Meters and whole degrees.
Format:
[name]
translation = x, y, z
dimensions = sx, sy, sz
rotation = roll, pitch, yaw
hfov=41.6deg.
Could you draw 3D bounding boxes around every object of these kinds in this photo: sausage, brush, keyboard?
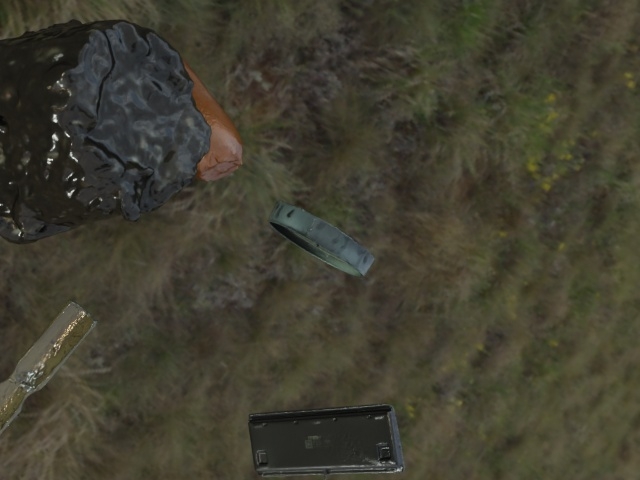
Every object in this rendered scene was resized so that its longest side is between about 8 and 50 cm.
[sausage]
translation = -0.162, -0.154, 0.985
dimensions = 0.076, 0.197, 0.076
rotation = -32, 159, -14
[brush]
translation = -0.325, 0.162, 0.890
dimensions = 0.248, 0.043, 0.036
rotation = -49, -176, 6
[keyboard]
translation = 0.003, 0.264, 1.096
dimensions = 0.025, 0.230, 0.093
rotation = -5, 85, -57

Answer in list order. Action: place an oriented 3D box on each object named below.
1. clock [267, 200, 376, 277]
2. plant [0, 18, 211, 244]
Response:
[clock]
translation = 0.000, 0.000, 0.610
dimensions = 0.017, 0.085, 0.085
rotation = -59, 152, -7
[plant]
translation = -0.179, -0.073, 0.557
dimensions = 0.142, 0.203, 0.131
rotation = -36, 121, -39
